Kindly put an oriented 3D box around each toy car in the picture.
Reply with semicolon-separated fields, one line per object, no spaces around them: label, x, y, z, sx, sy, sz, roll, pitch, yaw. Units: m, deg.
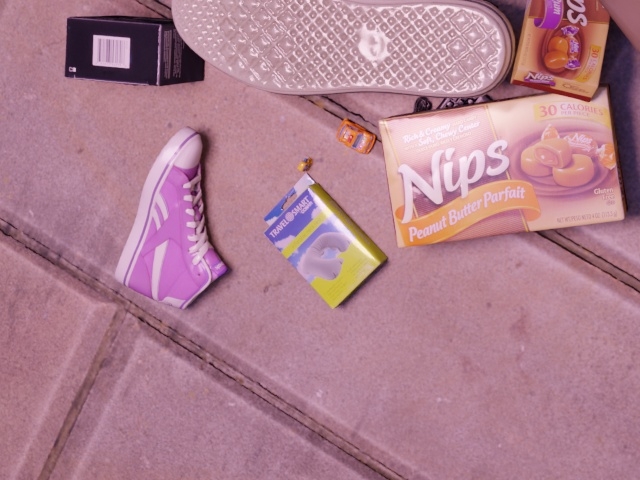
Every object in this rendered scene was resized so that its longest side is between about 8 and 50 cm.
toy car;0.022;-0.126;1.987;0.122;0.040;0.060;-44;82;20

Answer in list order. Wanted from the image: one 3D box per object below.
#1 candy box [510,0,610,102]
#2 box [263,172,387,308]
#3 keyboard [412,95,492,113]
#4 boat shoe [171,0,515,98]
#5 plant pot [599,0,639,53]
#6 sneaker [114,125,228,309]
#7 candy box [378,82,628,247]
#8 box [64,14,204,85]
candy box;0.323;-0.284;1.786;0.109;0.053;0.187;14;71;1
box;0.000;0.000;2.014;0.178;0.042;0.109;47;110;7
keyboard;0.164;-0.150;1.941;0.108;0.023;0.180;41;109;10
boat shoe;0.032;-0.295;1.894;0.500;0.156;0.187;9;107;16
plant pot;0.451;-0.367;1.675;0.323;0.323;0.280;-19;108;22
sneaker;-0.195;-0.026;2.058;0.161;0.102;0.282;27;117;11
candy box;0.251;-0.102;1.869;0.316;0.087;0.183;-7;97;17
box;-0.272;-0.283;2.006;0.156;0.158;0.093;8;102;19
